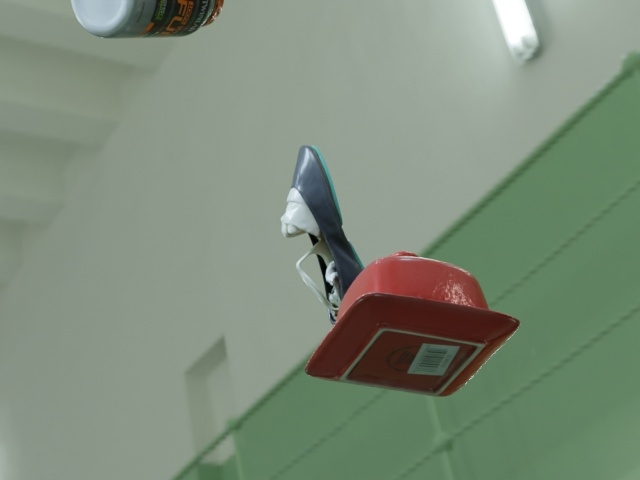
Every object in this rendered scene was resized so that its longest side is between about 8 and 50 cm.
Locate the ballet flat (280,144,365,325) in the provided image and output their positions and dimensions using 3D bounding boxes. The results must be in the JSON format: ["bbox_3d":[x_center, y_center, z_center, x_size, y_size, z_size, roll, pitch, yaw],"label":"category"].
[{"bbox_3d":[0.000,0.000,1.334,0.074,0.203,0.074,-22,2,1],"label":"ballet flat"}]

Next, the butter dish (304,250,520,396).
[{"bbox_3d":[0.080,0.063,1.163,0.160,0.118,0.160,11,-37,-17],"label":"butter dish"}]

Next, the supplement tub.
[{"bbox_3d":[-0.217,-0.318,1.607,0.117,0.117,0.190,-37,-13,35],"label":"supplement tub"}]
